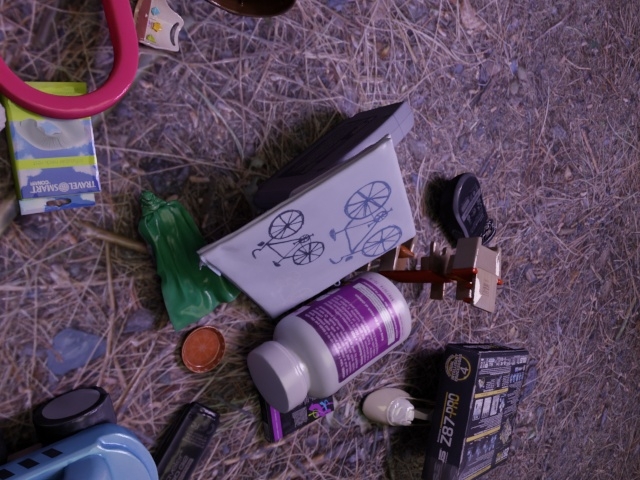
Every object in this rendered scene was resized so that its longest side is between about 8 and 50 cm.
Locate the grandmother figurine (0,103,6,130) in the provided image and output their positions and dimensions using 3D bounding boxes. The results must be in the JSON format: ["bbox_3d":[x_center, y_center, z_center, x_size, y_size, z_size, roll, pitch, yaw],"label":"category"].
[{"bbox_3d":[-0.437,-0.274,0.588,0.104,0.208,0.342,-22,102,-46],"label":"grandmother figurine"}]

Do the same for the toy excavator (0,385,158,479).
[{"bbox_3d":[-0.357,0.389,0.581,0.433,0.445,0.222,-17,106,-35],"label":"toy excavator"}]

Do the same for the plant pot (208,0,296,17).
[{"bbox_3d":[-0.110,-0.475,0.846,0.167,0.167,0.165,11,82,-38],"label":"plant pot"}]

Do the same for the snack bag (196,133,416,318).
[{"bbox_3d":[0.000,0.000,0.907,0.342,0.037,0.323,-32,151,1],"label":"snack bag"}]

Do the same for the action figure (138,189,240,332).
[{"bbox_3d":[-0.232,0.020,0.870,0.137,0.063,0.232,-35,120,-27],"label":"action figure"}]

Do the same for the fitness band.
[{"bbox_3d":[-0.360,-0.308,0.711,0.209,0.054,0.291,-15,95,-38],"label":"fitness band"}]

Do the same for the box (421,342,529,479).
[{"bbox_3d":[0.403,0.421,1.339,0.395,0.097,0.318,13,86,-53],"label":"box"}]

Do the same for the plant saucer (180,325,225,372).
[{"bbox_3d":[-0.208,0.191,0.943,0.083,0.013,0.083,-6,99,-38],"label":"plant saucer"}]

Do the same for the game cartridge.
[{"bbox_3d":[0.031,-0.152,0.966,0.294,0.196,0.060,-42,110,-25],"label":"game cartridge"}]

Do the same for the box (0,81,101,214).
[{"bbox_3d":[-0.378,-0.130,0.751,0.109,0.042,0.178,-12,102,-36],"label":"box"}]

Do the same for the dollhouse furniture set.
[{"bbox_3d":[0.239,0.074,1.119,0.262,0.259,0.135,22,73,-35],"label":"dollhouse furniture set"}]

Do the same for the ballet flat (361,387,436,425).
[{"bbox_3d":[0.207,0.398,1.248,0.248,0.086,0.086,17,85,-38],"label":"ballet flat"}]

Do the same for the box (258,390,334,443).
[{"bbox_3d":[-0.045,0.320,1.077,0.162,0.029,0.116,-15,106,-34],"label":"box"}]

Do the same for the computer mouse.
[{"bbox_3d":[0.347,-0.054,1.310,0.188,0.072,0.272,-50,134,-24],"label":"computer mouse"}]

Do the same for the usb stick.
[{"bbox_3d":[-0.266,0.413,0.909,0.077,0.045,0.278,37,74,-28],"label":"usb stick"}]

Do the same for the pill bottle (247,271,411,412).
[{"bbox_3d":[0.017,0.192,1.019,0.301,0.169,0.169,-27,112,-33],"label":"pill bottle"}]

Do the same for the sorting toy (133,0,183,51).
[{"bbox_3d":[-0.249,-0.332,0.827,0.075,0.045,0.083,11,89,-45],"label":"sorting toy"}]
